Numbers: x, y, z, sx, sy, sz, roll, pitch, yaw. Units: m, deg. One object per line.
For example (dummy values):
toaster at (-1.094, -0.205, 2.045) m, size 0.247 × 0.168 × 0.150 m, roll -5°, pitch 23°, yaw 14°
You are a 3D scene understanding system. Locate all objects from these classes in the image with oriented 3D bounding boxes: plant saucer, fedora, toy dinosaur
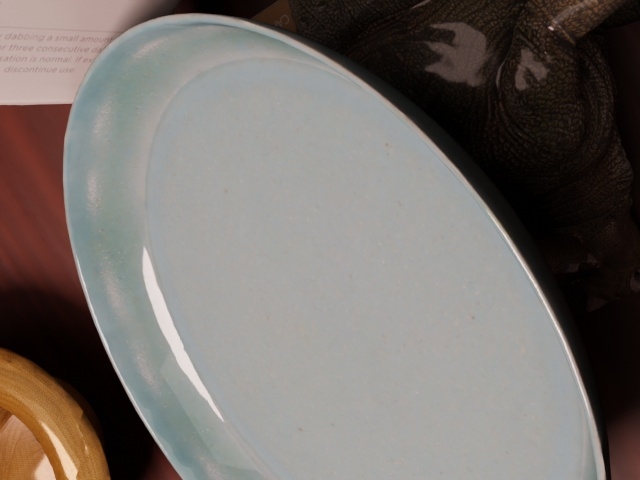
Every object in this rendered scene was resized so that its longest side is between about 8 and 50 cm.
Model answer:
plant saucer at (-0.003, 0.047, 0.468) m, size 0.317 × 0.044 × 0.317 m, roll 29°, pitch 134°, yaw 34°
fedora at (-0.199, 0.143, 0.659) m, size 0.194 × 0.079 × 0.194 m, roll 6°, pitch 106°, yaw 21°
toy dinosaur at (0.051, -0.095, 0.423) m, size 0.160 × 0.121 × 0.313 m, roll -40°, pitch 90°, yaw 26°

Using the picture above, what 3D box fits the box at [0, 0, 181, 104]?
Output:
box at (-0.117, -0.248, 0.398) m, size 0.215 × 0.168 × 0.345 m, roll 51°, pitch 123°, yaw 20°

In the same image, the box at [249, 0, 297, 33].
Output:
box at (0.000, 0.000, 0.532) m, size 0.136 × 0.036 × 0.225 m, roll -26°, pitch 96°, yaw 32°
